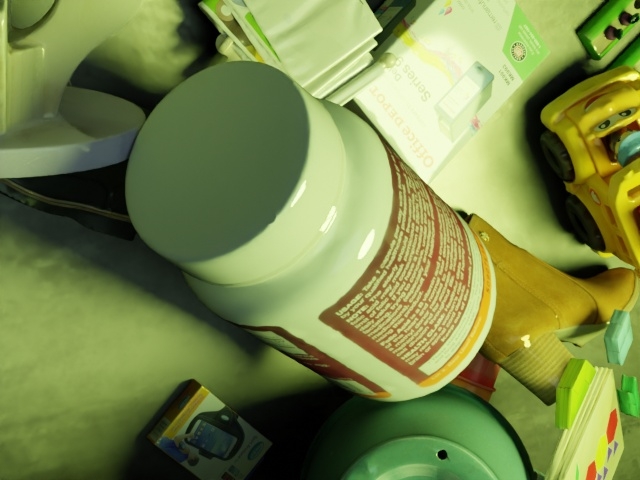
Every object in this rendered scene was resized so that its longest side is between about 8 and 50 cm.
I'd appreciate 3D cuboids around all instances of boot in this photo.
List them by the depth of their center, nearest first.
[{"bbox_3d":[-0.242,-0.092,1.292,0.198,0.077,0.137,21,91,-45],"label":"boot"},{"bbox_3d":[0.251,0.042,1.573,0.211,0.104,0.295,47,40,0],"label":"boot"}]

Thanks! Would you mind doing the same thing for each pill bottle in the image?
[{"bbox_3d":[0.000,0.000,1.284,0.224,0.224,0.392,-57,145,-4],"label":"pill bottle"}]

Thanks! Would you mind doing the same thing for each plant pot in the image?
[{"bbox_3d":[0.104,0.286,1.409,0.271,0.255,0.272,0,87,3],"label":"plant pot"}]

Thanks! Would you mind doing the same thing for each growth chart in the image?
[{"bbox_3d":[-0.034,-0.231,1.339,0.172,0.021,0.237,-28,93,-9],"label":"growth chart"}]

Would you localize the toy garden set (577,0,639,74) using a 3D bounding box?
[{"bbox_3d":[0.449,-0.224,1.642,0.204,0.049,0.244,-45,120,-11],"label":"toy garden set"}]

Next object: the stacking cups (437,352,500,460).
[{"bbox_3d":[0.136,0.249,1.588,0.096,0.096,0.316,25,86,-31],"label":"stacking cups"}]

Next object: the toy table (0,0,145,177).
[{"bbox_3d":[-0.287,-0.158,1.158,0.274,0.252,0.161,-4,117,-22],"label":"toy table"}]

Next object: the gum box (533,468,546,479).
[{"bbox_3d":[0.308,0.330,1.654,0.184,0.157,0.041,32,86,-31],"label":"gum box"}]

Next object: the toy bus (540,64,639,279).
[{"bbox_3d":[0.368,-0.064,1.535,0.149,0.211,0.220,-28,115,0],"label":"toy bus"}]

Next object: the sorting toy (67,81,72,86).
[{"bbox_3d":[-0.270,-0.143,1.292,0.062,0.012,0.083,-28,116,-21],"label":"sorting toy"}]

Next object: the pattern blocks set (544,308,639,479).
[{"bbox_3d":[0.287,0.244,1.465,0.325,0.026,0.285,-49,137,-45],"label":"pattern blocks set"}]

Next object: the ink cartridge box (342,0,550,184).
[{"bbox_3d":[0.120,-0.188,1.448,0.212,0.093,0.154,-46,120,-8],"label":"ink cartridge box"}]

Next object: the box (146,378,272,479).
[{"bbox_3d":[-0.115,0.222,1.469,0.136,0.028,0.081,43,81,-29],"label":"box"}]
